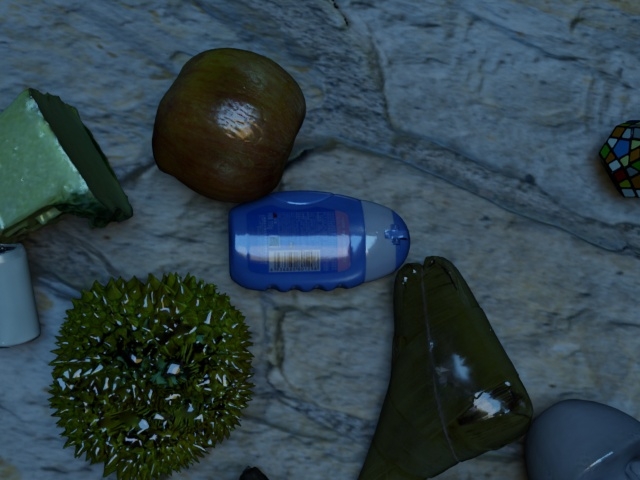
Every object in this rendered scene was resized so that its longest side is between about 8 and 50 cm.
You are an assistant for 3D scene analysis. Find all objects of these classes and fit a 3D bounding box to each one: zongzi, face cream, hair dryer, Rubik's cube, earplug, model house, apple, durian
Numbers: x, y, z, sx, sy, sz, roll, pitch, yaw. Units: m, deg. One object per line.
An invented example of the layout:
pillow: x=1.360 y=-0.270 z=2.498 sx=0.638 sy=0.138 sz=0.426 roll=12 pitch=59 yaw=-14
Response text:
zongzi: x=0.110 y=0.198 z=1.094 sx=0.300 sy=0.145 sz=0.274 roll=-31 pitch=67 yaw=11
face cream: x=0.000 y=0.000 z=1.130 sx=0.263 sy=0.083 sz=0.149 roll=-1 pitch=79 yaw=-7
hair dryer: x=-0.501 y=0.072 z=1.055 sx=0.236 sy=0.073 sz=0.131 roll=-1 pitch=107 yaw=9
Rubik's cube: x=0.497 y=-0.126 z=1.203 sx=0.111 sy=0.133 sz=0.133 roll=18 pitch=74 yaw=-31
earplug: x=0.405 y=0.367 z=1.065 sx=0.214 sy=0.175 sz=0.326 roll=-33 pitch=93 yaw=-9
model house: x=-0.386 y=-0.070 z=1.051 sx=0.189 sy=0.214 sz=0.195 roll=-29 pitch=94 yaw=0
apple: x=-0.124 y=-0.159 z=1.087 sx=0.187 sy=0.211 sz=0.211 roll=25 pitch=76 yaw=-3
durian: x=-0.216 y=0.160 z=1.009 sx=0.291 sy=0.225 sz=0.291 roll=1 pitch=112 yaw=2

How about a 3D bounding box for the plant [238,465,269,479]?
plant: x=-0.068 y=0.433 z=0.993 sx=0.275 sy=0.149 sz=0.146 roll=55 pitch=40 yaw=2
